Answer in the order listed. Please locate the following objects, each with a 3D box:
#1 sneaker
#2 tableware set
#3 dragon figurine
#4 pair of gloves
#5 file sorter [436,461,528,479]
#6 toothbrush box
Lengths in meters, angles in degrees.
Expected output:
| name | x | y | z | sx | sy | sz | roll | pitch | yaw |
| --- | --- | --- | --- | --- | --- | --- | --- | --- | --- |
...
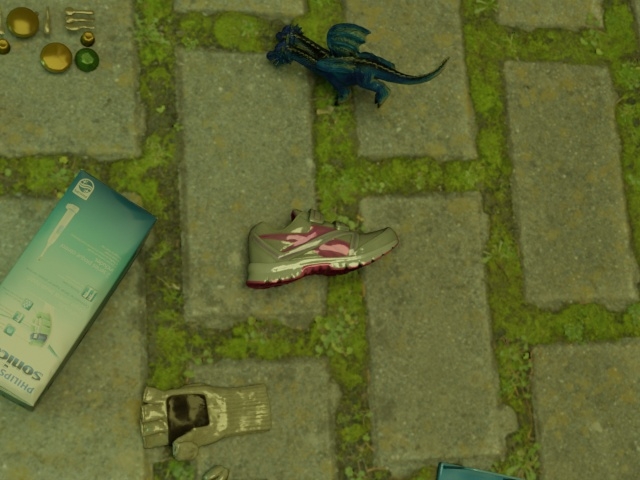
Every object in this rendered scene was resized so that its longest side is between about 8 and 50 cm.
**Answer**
| name | x | y | z | sx | sy | sz | roll | pitch | yaw |
| --- | --- | --- | --- | --- | --- | --- | --- | --- | --- |
| sneaker | 0.000 | 0.000 | 1.580 | 0.252 | 0.103 | 0.111 | -9 | 83 | -19 |
| tableware set | -0.419 | -0.305 | 1.564 | 0.154 | 0.024 | 0.104 | -2 | 83 | -18 |
| dragon figurine | 0.047 | -0.282 | 1.601 | 0.144 | 0.289 | 0.085 | 38 | 69 | -46 |
| pair of gloves | -0.167 | 0.329 | 1.496 | 0.204 | 0.042 | 0.240 | 3 | 79 | -16 |
| file sorter | 0.242 | 0.436 | 1.561 | 0.118 | 0.104 | 0.170 | 15 | 75 | -14 |
| toothbrush box | -0.363 | 0.076 | 1.398 | 0.126 | 0.216 | 0.296 | 34 | 71 | -7 |
